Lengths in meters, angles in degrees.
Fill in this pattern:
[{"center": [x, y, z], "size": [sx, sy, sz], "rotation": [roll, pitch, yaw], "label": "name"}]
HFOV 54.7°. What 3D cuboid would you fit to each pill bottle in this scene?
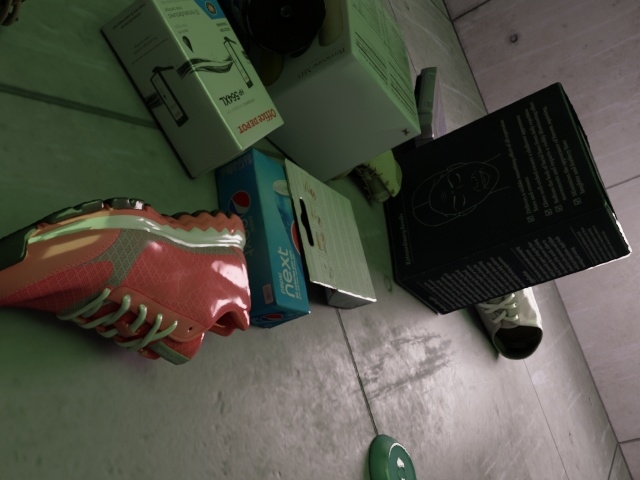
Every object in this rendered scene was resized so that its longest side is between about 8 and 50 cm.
[{"center": [-0.086, -0.371, 0.919], "size": [0.123, 0.123, 0.219], "rotation": [39, 12, -42], "label": "pill bottle"}]

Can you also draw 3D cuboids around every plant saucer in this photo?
[{"center": [0.110, 0.337, 0.888], "size": [0.119, 0.021, 0.119], "rotation": [41, 37, -41], "label": "plant saucer"}]

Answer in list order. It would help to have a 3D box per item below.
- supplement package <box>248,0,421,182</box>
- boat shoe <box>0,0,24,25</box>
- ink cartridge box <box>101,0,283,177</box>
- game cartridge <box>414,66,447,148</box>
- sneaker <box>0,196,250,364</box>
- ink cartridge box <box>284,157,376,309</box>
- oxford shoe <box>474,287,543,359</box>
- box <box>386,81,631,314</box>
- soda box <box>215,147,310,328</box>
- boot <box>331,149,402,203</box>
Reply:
[{"center": [0.017, -0.278, 1.007], "size": [0.198, 0.199, 0.263], "rotation": [38, 39, -42], "label": "supplement package"}, {"center": [-0.286, -0.254, 0.515], "size": [0.130, 0.132, 0.356], "rotation": [36, 41, -45], "label": "boat shoe"}, {"center": [-0.148, -0.200, 0.770], "size": [0.203, 0.085, 0.148], "rotation": [59, 27, -12], "label": "ink cartridge box"}, {"center": [0.279, -0.275, 1.569], "size": [0.355, 0.068, 0.230], "rotation": [-72, 147, -53], "label": "game cartridge"}, {"center": [-0.151, 0.045, 0.540], "size": [0.313, 0.115, 0.136], "rotation": [-3, 73, -62], "label": "sneaker"}, {"center": [0.000, 0.000, 0.900], "size": [0.224, 0.056, 0.181], "rotation": [21, 51, -60], "label": "ink cartridge box"}, {"center": [0.429, 0.124, 1.490], "size": [0.449, 0.169, 0.130], "rotation": [57, 29, -29], "label": "oxford shoe"}, {"center": [0.350, -0.068, 1.230], "size": [0.212, 0.395, 0.294], "rotation": [37, 40, -46], "label": "box"}, {"center": [-0.074, -0.003, 0.772], "size": [0.071, 0.067, 0.210], "rotation": [24, 49, -53], "label": "soda box"}, {"center": [0.085, -0.134, 1.152], "size": [0.213, 0.077, 0.165], "rotation": [-58, 133, -42], "label": "boot"}]
